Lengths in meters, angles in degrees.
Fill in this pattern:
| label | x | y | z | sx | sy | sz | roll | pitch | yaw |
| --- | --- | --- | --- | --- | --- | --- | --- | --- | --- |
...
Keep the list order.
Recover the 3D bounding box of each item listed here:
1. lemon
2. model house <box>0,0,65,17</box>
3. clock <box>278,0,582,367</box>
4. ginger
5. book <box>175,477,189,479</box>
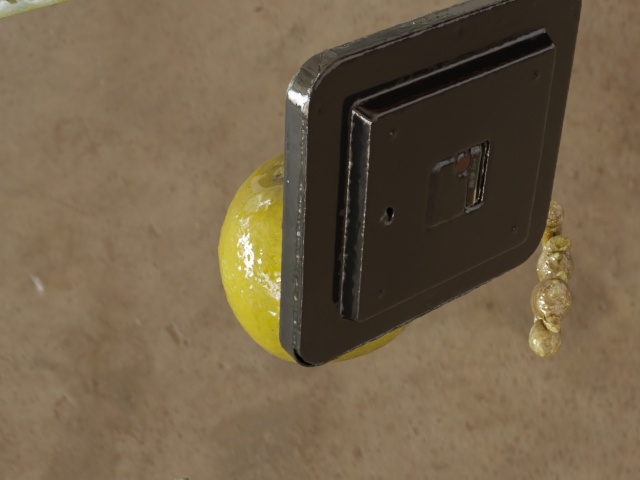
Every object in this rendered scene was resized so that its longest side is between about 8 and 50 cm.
| label | x | y | z | sx | sy | sz | roll | pitch | yaw |
| --- | --- | --- | --- | --- | --- | --- | --- | --- | --- |
| lemon | 0.000 | 0.000 | 1.552 | 0.240 | 0.219 | 0.240 | -11 | 31 | 7 |
| model house | -0.219 | -0.146 | 0.630 | 0.323 | 0.340 | 0.300 | 15 | 29 | -1 |
| clock | 0.090 | -0.050 | 1.080 | 0.273 | 0.279 | 0.049 | -24 | 44 | -30 |
| ginger | 0.276 | 0.045 | 1.665 | 0.052 | 0.176 | 0.193 | 4 | 83 | 14 |
| book | -0.132 | 0.427 | 1.438 | 0.018 | 0.228 | 0.322 | -6 | 28 | -2 |
